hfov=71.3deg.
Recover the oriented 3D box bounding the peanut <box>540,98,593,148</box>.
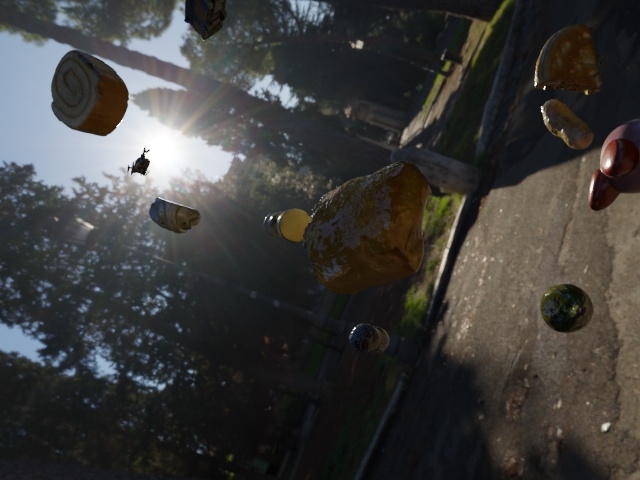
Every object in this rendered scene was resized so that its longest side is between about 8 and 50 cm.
[{"bbox_3d":[0.814,-0.384,1.474,0.214,0.100,0.099,58,147,34],"label":"peanut"}]

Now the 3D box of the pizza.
[{"bbox_3d":[0.769,-0.527,1.368,0.289,0.229,0.081,-54,7,-18],"label":"pizza"}]

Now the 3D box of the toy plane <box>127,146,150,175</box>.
[{"bbox_3d":[-0.387,-0.163,0.956,0.120,0.031,0.049,-99,26,-62],"label":"toy plane"}]

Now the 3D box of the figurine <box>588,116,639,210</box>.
[{"bbox_3d":[0.908,-0.245,1.275,0.269,0.262,0.211,56,-152,-59],"label":"figurine"}]

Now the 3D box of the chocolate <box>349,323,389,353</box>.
[{"bbox_3d":[0.121,0.242,1.093,0.167,0.072,0.072,26,-97,-61],"label":"chocolate"}]

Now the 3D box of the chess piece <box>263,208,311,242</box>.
[{"bbox_3d":[-0.144,-0.057,1.658,0.117,0.117,0.397,-70,19,-4],"label":"chess piece"}]

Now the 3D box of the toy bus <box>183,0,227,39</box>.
[{"bbox_3d":[-0.320,-0.659,1.237,0.091,0.103,0.182,-48,4,-23],"label":"toy bus"}]

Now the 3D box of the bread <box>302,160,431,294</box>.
[{"bbox_3d":[0.137,-0.060,1.268,0.394,0.250,0.360,-28,42,54],"label":"bread"}]

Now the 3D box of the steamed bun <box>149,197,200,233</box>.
[{"bbox_3d":[-0.533,-0.086,1.620,0.183,0.183,0.106,57,-130,-87],"label":"steamed bun"}]

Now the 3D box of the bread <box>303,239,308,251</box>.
[{"bbox_3d":[0.000,0.000,1.780,0.071,0.139,0.129,-61,-13,-82],"label":"bread"}]

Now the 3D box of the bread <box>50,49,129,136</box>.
[{"bbox_3d":[-0.403,-0.249,0.763,0.122,0.149,0.073,-54,-25,13],"label":"bread"}]

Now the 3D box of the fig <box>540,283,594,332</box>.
[{"bbox_3d":[0.661,0.184,1.157,0.185,0.127,0.132,-160,85,-79],"label":"fig"}]
